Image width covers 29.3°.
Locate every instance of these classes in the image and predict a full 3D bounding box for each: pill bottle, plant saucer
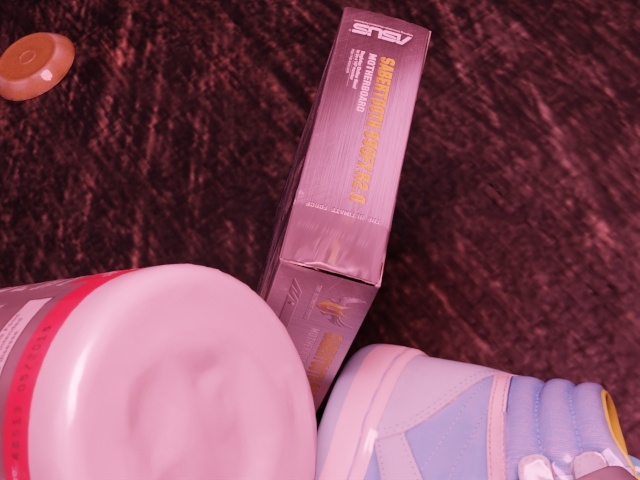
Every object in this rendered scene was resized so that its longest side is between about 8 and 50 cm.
[{"bbox_3d":[-0.173,0.114,0.688,0.319,0.176,0.176,-9,50,40],"label":"pill bottle"},{"bbox_3d":[-0.268,-0.166,1.132,0.083,0.015,0.083,-12,51,15],"label":"plant saucer"}]

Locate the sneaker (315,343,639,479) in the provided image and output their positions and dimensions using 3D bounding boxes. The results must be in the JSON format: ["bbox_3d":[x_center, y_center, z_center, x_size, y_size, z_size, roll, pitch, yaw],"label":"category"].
[{"bbox_3d":[0.083,0.197,0.639,0.208,0.127,0.319,0,56,25],"label":"sneaker"}]

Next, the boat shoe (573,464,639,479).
[{"bbox_3d":[0.016,0.182,0.548,0.320,0.116,0.099,-14,61,-5],"label":"boat shoe"}]

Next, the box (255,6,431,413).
[{"bbox_3d":[0.000,0.000,0.756,0.056,0.231,0.183,15,57,-4],"label":"box"}]
